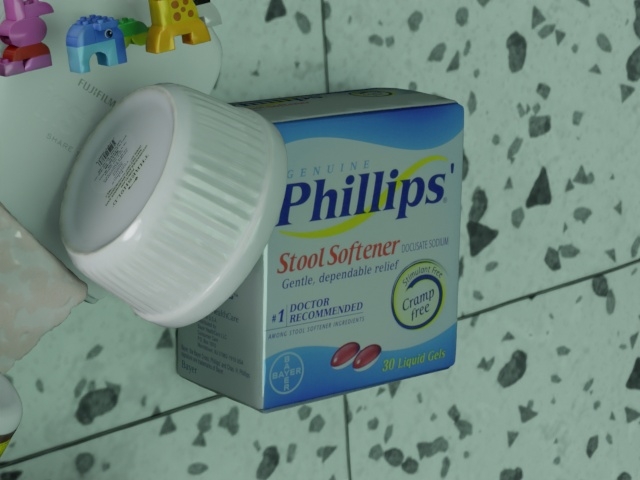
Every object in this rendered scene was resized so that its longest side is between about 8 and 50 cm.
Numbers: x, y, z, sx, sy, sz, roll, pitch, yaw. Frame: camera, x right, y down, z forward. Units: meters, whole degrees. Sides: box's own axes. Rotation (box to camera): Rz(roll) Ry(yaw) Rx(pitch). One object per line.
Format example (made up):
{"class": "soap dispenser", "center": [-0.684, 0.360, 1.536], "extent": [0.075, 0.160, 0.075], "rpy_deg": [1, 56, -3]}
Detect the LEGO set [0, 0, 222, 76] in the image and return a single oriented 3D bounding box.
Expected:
{"class": "LEGO set", "center": [-0.169, -0.209, 1.619], "extent": [0.227, 0.087, 0.093], "rpy_deg": [-19, 111, -35]}

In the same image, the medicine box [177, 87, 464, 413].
{"class": "medicine box", "center": [0.000, 0.000, 1.905], "extent": [0.263, 0.149, 0.289], "rpy_deg": [-10, 107, -37]}

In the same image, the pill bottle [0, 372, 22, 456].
{"class": "pill bottle", "center": [-0.350, 0.202, 1.591], "extent": [0.117, 0.117, 0.215], "rpy_deg": [18, 112, -40]}

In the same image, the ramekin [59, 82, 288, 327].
{"class": "ramekin", "center": [-0.135, -0.038, 1.616], "extent": [0.109, 0.207, 0.207], "rpy_deg": [28, 83, -33]}

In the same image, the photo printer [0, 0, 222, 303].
{"class": "photo printer", "center": [-0.237, -0.128, 1.708], "extent": [0.256, 0.107, 0.307], "rpy_deg": [33, 79, -39]}

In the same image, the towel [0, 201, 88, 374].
{"class": "towel", "center": [-0.411, 0.055, 1.578], "extent": [0.332, 0.053, 0.317], "rpy_deg": [-41, 128, 3]}
